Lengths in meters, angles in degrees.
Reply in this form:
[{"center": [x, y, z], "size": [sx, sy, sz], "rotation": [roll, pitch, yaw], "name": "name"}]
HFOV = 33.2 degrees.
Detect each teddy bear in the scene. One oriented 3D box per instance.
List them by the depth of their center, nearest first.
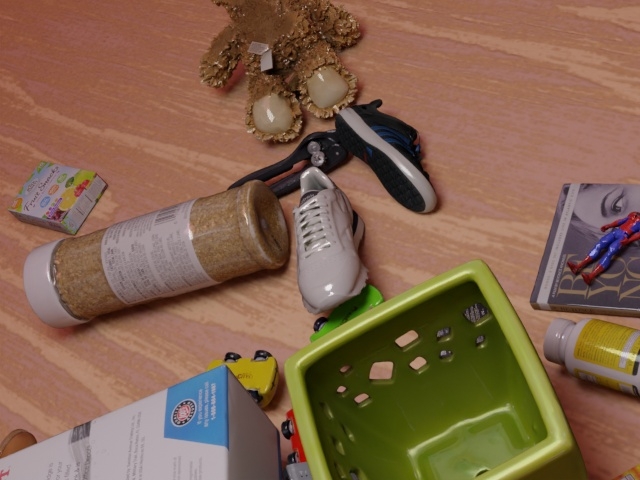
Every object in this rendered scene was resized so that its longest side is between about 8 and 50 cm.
[{"center": [-0.057, -0.283, 1.602], "size": [0.245, 0.113, 0.338], "rotation": [-44, 52, 4], "name": "teddy bear"}]

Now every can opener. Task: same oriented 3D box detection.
[{"center": [-0.043, -0.092, 1.470], "size": [0.186, 0.073, 0.059], "rotation": [-31, 84, 11], "name": "can opener"}]

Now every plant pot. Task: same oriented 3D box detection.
[{"center": [0.126, 0.195, 1.017], "size": [0.227, 0.207, 0.228], "rotation": [-28, 45, 10], "name": "plant pot"}]

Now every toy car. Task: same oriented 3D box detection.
[{"center": [0.000, 0.149, 1.243], "size": [0.225, 0.053, 0.239], "rotation": [-49, 46, -11], "name": "toy car"}]

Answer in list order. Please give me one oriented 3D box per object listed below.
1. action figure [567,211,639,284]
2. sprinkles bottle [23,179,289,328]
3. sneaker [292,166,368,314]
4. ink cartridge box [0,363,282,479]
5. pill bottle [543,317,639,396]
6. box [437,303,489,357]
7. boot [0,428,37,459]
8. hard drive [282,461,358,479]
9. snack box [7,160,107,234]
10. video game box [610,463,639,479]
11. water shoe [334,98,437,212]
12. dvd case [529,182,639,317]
[{"center": [0.319, -0.002, 1.155], "size": [0.115, 0.030, 0.038], "rotation": [-39, 39, -5], "name": "action figure"}, {"center": [-0.221, 0.022, 1.434], "size": [0.355, 0.121, 0.121], "rotation": [-16, 49, 21], "name": "sprinkles bottle"}, {"center": [0.000, 0.000, 1.291], "size": [0.090, 0.095, 0.235], "rotation": [-21, 28, 10], "name": "sneaker"}, {"center": [-0.199, 0.294, 1.098], "size": [0.307, 0.129, 0.223], "rotation": [-24, 37, 13], "name": "ink cartridge box"}, {"center": [0.287, 0.114, 1.081], "size": [0.116, 0.065, 0.065], "rotation": [14, 64, 38], "name": "pill bottle"}, {"center": [0.161, 0.098, 1.206], "size": [0.067, 0.018, 0.083], "rotation": [-21, 47, 17], "name": "box"}, {"center": [-0.330, 0.321, 1.303], "size": [0.152, 0.073, 0.197], "rotation": [-11, 63, 26], "name": "boot"}, {"center": [0.024, 0.285, 1.082], "size": [0.022, 0.094, 0.135], "rotation": [-58, 44, 46], "name": "hard drive"}, {"center": [-0.414, -0.068, 1.686], "size": [0.141, 0.037, 0.100], "rotation": [13, 62, 39], "name": "snack box"}, {"center": [0.366, 0.239, 0.905], "size": [0.187, 0.048, 0.205], "rotation": [-28, 32, -1], "name": "video game box"}, {"center": [0.099, -0.118, 1.377], "size": [0.080, 0.073, 0.203], "rotation": [-28, 54, -19], "name": "water shoe"}, {"center": [0.350, 0.009, 1.159], "size": [0.221, 0.018, 0.164], "rotation": [3, 58, 34], "name": "dvd case"}]
